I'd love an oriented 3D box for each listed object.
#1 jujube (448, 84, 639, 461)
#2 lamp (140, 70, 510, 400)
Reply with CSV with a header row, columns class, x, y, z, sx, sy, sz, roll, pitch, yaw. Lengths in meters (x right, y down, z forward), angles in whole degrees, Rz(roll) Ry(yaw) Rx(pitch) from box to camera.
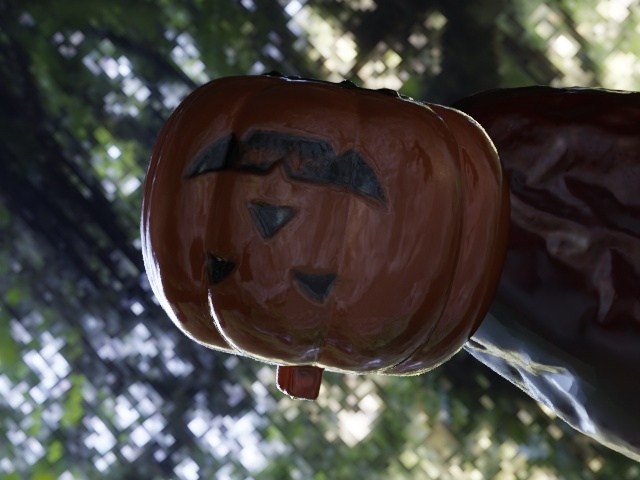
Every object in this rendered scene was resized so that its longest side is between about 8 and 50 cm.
class,x,y,z,sx,sy,sz,roll,pitch,yaw
jujube,0.203,0.020,1.221,0.223,0.318,0.223,-56,-20,-33
lamp,0.000,0.000,0.985,0.188,0.188,0.163,2,-84,-59
